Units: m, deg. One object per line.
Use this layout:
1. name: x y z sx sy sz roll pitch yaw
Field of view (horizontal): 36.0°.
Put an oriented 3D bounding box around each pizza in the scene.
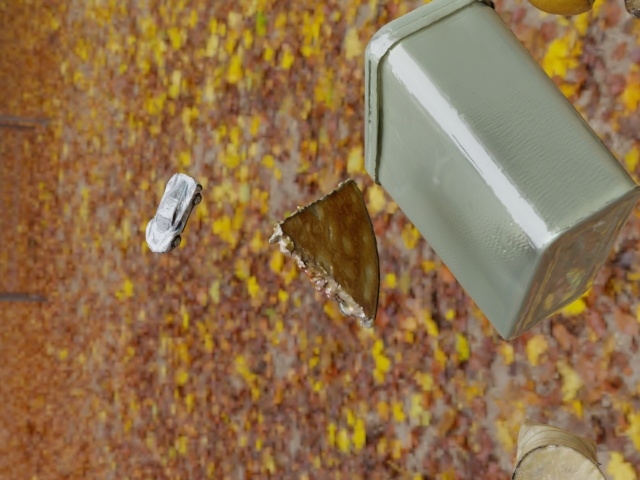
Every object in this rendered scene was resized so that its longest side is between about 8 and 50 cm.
1. pizza: 0.000 0.000 1.231 0.053 0.193 0.201 -22 58 37

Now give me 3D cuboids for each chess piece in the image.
1. chess piece: 0.349 0.327 1.461 0.301 0.137 0.137 -23 -62 -79

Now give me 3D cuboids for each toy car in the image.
1. toy car: -0.164 -0.029 1.088 0.041 0.025 0.093 24 87 28

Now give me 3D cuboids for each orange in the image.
1. orange: 0.372 -0.424 1.572 0.112 0.160 0.170 -57 40 25

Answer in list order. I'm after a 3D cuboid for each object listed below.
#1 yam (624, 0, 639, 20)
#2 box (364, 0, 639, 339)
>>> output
1. yam: 0.414 -0.201 0.882 0.131 0.280 0.131 -158 90 -82
2. box: 0.222 -0.089 1.293 0.344 0.177 0.352 54 166 23
